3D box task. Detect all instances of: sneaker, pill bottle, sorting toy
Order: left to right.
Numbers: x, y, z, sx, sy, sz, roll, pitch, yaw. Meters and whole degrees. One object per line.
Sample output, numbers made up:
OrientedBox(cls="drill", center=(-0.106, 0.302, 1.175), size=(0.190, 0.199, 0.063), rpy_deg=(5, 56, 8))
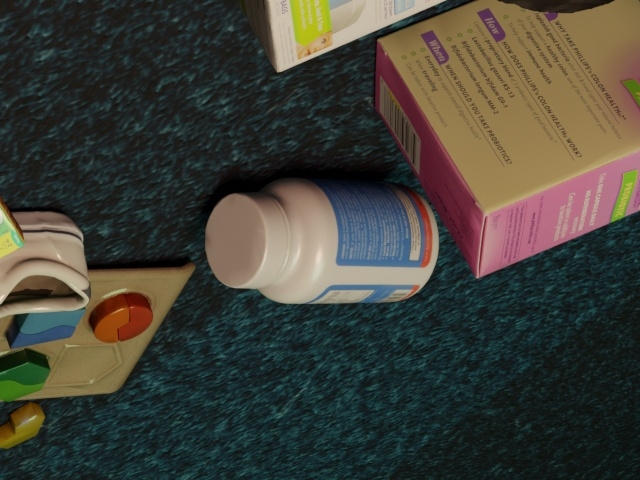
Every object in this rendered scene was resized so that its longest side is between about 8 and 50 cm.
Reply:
OrientedBox(cls="sneaker", center=(-0.313, 0.028, 1.603), size=(0.258, 0.091, 0.094), rpy_deg=(-6, 145, -33))
OrientedBox(cls="sorting toy", center=(-0.272, 0.132, 1.868), size=(0.229, 0.041, 0.307), rpy_deg=(-6, 144, -37))
OrientedBox(cls="pill bottle", center=(0.000, 0.000, 1.811), size=(0.221, 0.124, 0.124), rpy_deg=(2, 140, -44))

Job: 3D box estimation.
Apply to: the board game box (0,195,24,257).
OrientedBox(cls="board game box", center=(-0.386, 0.010, 1.511), size=(0.259, 0.039, 0.124), rpy_deg=(-26, 119, 0))

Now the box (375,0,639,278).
OrientedBox(cls="box", center=(0.203, -0.118, 1.702), size=(0.243, 0.213, 0.117), rpy_deg=(-23, 151, -12))

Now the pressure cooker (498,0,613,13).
OrientedBox(cls="pressure cooker", center=(0.164, -0.392, 1.063), size=(0.420, 0.375, 0.370), rpy_deg=(-48, 162, 32))

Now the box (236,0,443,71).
OrientedBox(cls="box", center=(0.032, -0.239, 1.462), size=(0.203, 0.103, 0.114), rpy_deg=(-24, 152, -9))
